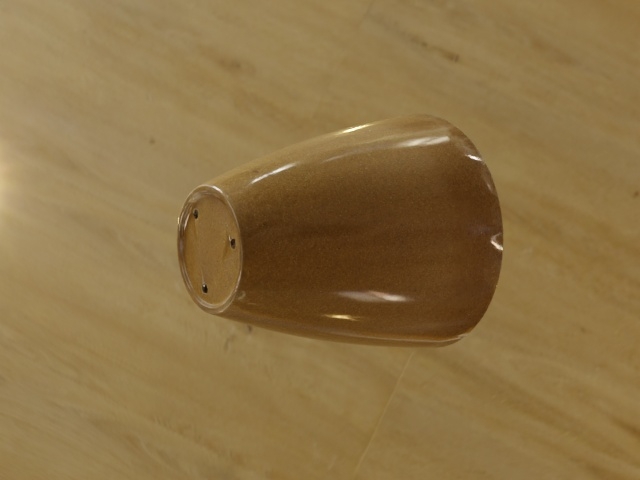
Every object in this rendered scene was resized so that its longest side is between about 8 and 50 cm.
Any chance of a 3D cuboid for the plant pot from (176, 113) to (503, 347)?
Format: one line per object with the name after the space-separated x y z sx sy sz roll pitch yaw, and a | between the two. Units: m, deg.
0.000 0.000 1.209 0.254 0.237 0.237 -5 -108 -35 | plant pot
